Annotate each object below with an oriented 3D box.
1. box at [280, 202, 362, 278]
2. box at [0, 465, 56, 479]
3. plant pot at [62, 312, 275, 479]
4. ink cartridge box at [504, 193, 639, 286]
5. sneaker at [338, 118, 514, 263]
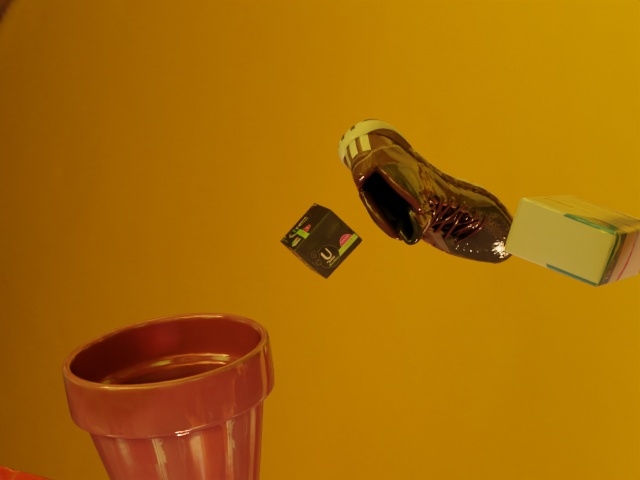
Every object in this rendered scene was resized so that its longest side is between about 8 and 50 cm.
[{"bbox_3d":[0.000,0.000,1.481,0.052,0.083,0.062,43,-94,-14],"label":"box"},{"bbox_3d":[-0.199,0.281,1.094,0.128,0.256,0.123,-67,-32,-25],"label":"box"},{"bbox_3d":[-0.136,0.186,1.297,0.201,0.201,0.180,-21,-70,-36],"label":"plant pot"},{"bbox_3d":[0.225,-0.002,1.142,0.122,0.088,0.052,-8,-62,-60],"label":"ink cartridge box"},{"bbox_3d":[0.138,-0.023,1.649,0.281,0.162,0.106,32,-64,-19],"label":"sneaker"}]
